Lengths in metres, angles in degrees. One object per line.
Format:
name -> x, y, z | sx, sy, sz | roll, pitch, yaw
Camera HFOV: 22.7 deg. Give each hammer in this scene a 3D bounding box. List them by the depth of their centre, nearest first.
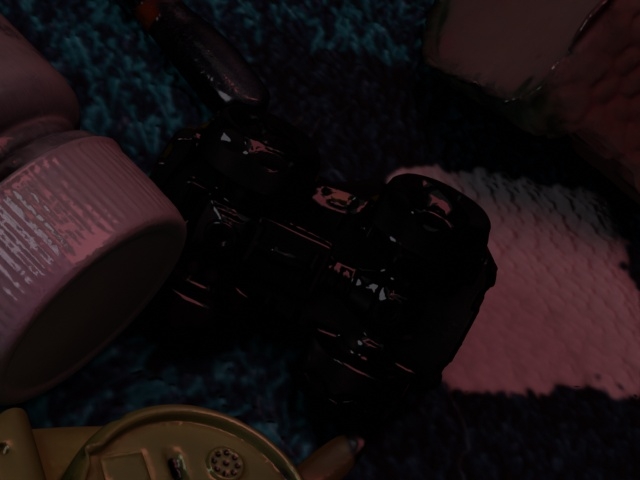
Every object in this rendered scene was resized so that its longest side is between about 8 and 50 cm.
hammer -> -0.139, -0.184, 1.152 | 0.137, 0.037, 0.290 | -25, 66, -40

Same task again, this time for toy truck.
toy truck -> 0.000, 0.000, 1.006 | 0.224, 0.147, 0.165 | 25, 21, -2

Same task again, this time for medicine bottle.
medicine bottle -> -0.219, -0.052, 0.903 | 0.273, 0.165, 0.165 | 43, 46, 14

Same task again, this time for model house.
model house -> 0.234, -0.138, 1.218 | 0.237, 0.202, 0.237 | 36, 2, -27

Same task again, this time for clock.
clock -> -0.067, 0.162, 0.862 | 0.232, 0.069, 0.170 | -4, 54, -30
